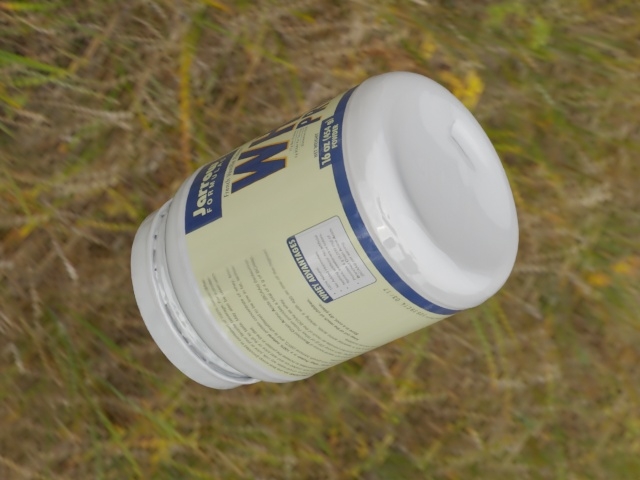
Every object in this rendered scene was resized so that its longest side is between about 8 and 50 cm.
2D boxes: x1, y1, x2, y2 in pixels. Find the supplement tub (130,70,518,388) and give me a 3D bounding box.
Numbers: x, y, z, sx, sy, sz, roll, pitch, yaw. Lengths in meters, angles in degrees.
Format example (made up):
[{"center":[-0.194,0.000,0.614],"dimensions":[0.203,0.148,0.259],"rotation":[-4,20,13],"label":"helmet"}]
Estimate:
[{"center":[0.000,0.000,1.866],"dimensions":[0.325,0.235,0.235],"rotation":[-25,128,33],"label":"supplement tub"}]
